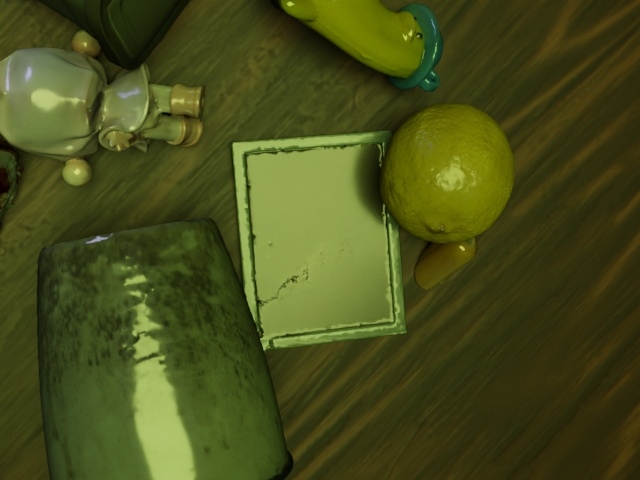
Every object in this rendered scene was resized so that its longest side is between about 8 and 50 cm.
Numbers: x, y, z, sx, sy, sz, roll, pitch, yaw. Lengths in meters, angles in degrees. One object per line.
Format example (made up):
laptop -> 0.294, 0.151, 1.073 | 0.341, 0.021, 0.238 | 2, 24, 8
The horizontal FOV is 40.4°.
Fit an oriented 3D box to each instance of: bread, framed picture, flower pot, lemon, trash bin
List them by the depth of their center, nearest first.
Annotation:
trash bin -> -0.271, -0.355, 1.006 | 0.250, 0.219, 0.219 | 30, 78, 13
flower pot -> -0.210, 0.151, 1.062 | 0.294, 0.293, 0.330 | -13, 91, -9
lemon -> 0.169, -0.092, 1.161 | 0.178, 0.178, 0.203 | 26, 55, -12
framed picture -> 0.000, 0.000, 1.216 | 0.231, 0.018, 0.293 | -5, 96, -11
bread -> 0.176, 0.019, 1.241 | 0.049, 0.103, 0.062 | 26, 46, -22

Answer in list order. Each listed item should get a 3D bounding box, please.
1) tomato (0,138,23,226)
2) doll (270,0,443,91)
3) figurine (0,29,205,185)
tomato -> -0.484, -0.052, 1.058 | 0.155, 0.181, 0.214 | 27, 88, 3
doll -> 0.019, -0.316, 1.124 | 0.363, 0.145, 0.199 | 40, 49, -14
figurine -> -0.282, -0.167, 1.090 | 0.276, 0.133, 0.200 | 3, 91, -12
